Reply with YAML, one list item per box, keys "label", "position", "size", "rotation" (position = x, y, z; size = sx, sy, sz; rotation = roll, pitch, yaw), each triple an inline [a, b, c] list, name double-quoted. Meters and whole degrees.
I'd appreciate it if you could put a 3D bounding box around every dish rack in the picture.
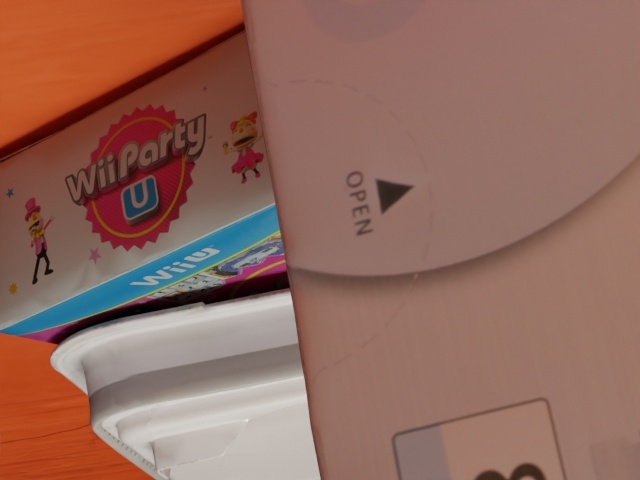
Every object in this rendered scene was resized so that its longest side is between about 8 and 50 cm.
- label: "dish rack"
  position: [0.039, 0.092, 0.787]
  size: [0.333, 0.072, 0.285]
  rotation: [-12, 158, 3]

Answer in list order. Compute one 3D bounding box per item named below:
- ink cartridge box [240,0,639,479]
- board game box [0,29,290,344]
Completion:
- label: "ink cartridge box"
  position: [0.172, -0.044, 0.431]
  size: [0.385, 0.308, 0.091]
  rotation: [-17, 158, 19]
- label: "board game box"
  position: [0.000, 0.000, 0.760]
  size: [0.224, 0.097, 0.303]
  rotation: [-23, 154, 29]
